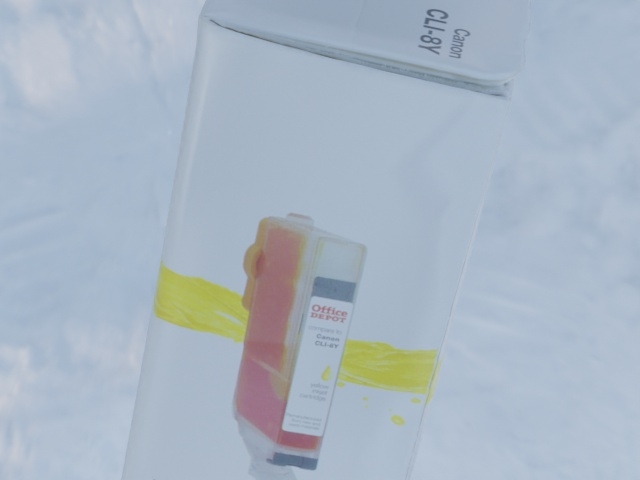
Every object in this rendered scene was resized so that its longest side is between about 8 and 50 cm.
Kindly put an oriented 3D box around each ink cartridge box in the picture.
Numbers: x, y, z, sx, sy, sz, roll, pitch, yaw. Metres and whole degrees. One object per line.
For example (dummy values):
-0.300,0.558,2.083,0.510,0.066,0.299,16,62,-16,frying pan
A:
0.000,0.000,1.096,0.160,0.279,0.384,14,122,1,ink cartridge box
